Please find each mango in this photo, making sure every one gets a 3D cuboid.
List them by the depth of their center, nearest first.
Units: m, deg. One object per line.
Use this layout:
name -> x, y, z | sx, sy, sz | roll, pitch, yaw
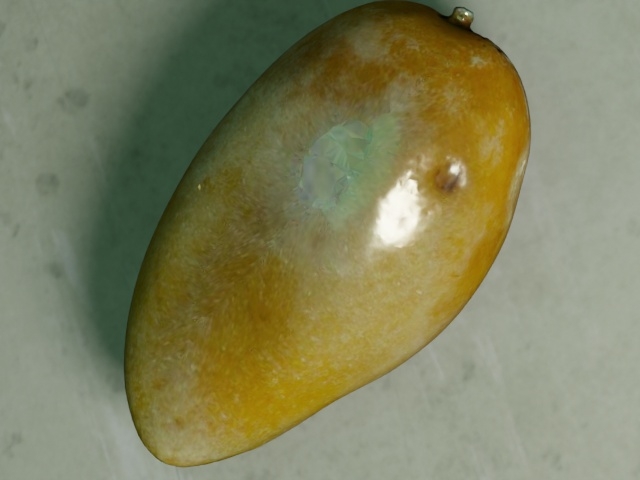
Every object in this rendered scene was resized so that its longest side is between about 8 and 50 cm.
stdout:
mango -> 0.000, 0.000, 1.410 | 0.221, 0.199, 0.384 | 39, 99, 19
